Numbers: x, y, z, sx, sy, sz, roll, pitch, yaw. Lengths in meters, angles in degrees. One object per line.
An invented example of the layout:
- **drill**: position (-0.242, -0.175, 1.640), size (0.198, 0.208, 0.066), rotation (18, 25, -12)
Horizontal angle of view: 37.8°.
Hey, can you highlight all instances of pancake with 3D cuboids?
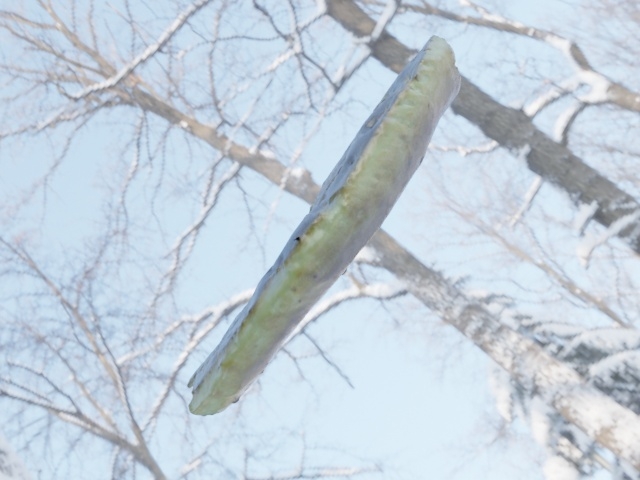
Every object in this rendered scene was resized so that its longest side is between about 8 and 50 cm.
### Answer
- **pancake**: position (0.002, -0.002, 0.947), size (0.067, 0.305, 0.427), rotation (33, -110, -4)
